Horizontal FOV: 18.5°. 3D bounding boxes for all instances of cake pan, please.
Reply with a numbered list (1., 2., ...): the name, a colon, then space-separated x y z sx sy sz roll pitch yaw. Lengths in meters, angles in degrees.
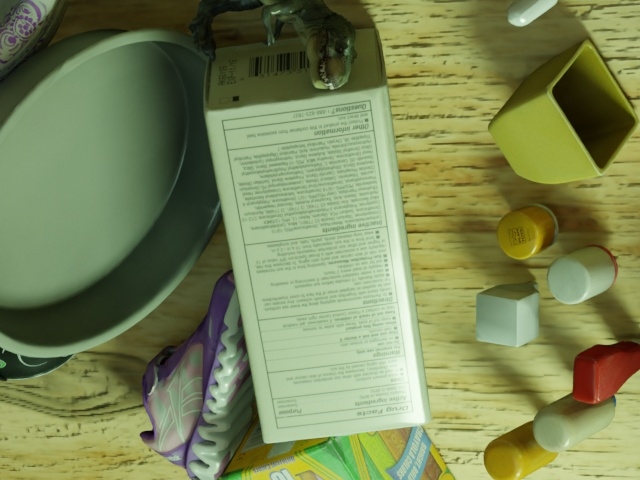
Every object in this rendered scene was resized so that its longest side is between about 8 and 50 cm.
1. cake pan: -0.186 -0.045 1.580 0.054 0.293 0.293 34 132 34

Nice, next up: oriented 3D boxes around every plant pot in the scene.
1. plant pot: 0.179 -0.091 1.506 0.083 0.081 0.081 -20 110 42

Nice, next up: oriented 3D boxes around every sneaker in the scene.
1. sneaker: -0.109 0.120 1.750 0.104 0.095 0.236 25 127 16

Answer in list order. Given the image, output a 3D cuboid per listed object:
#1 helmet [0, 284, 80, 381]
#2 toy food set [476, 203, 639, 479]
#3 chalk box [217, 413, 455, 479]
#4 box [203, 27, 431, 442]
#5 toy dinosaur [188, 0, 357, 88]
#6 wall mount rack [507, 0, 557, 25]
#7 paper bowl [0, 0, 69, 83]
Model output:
1. helmet: -0.270 0.024 1.722 0.169 0.169 0.162 13 141 15
2. toy food set: 0.202 0.082 1.611 0.111 0.104 0.232 7 105 34
3. chalk box: 0.035 0.239 1.734 0.132 0.132 0.213 -22 110 32
4. box: 0.000 0.000 1.585 0.148 0.121 0.311 -6 119 2
5. toy dinosaur: -0.069 -0.214 1.505 0.118 0.064 0.268 -31 82 17
6. wall mount rack: 0.320 -0.156 1.350 0.304 0.130 0.350 -19 119 32
7. paper bowl: -0.334 -0.231 1.541 0.284 0.148 0.284 0 83 -4
